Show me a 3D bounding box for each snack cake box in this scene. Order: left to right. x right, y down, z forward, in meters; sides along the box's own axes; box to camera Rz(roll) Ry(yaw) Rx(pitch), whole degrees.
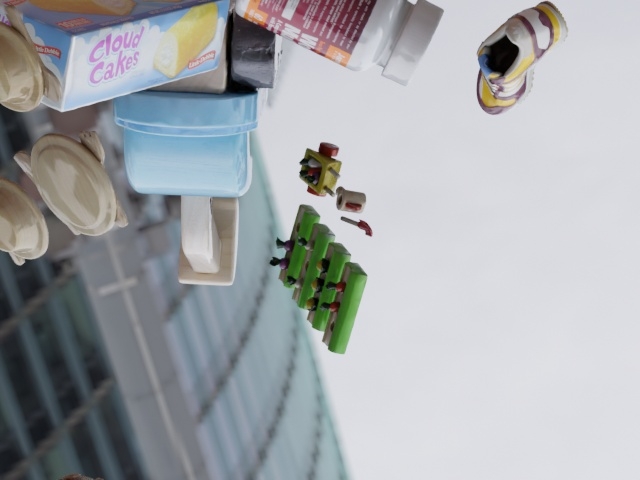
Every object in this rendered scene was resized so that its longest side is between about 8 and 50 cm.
[{"bbox_3d":[-0.240,-0.225,2.057,0.152,0.089,0.264,26,-152,27],"label":"snack cake box"}]

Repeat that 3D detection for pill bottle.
[{"bbox_3d":[0.023,-0.269,2.211,0.221,0.121,0.121,26,-150,-2],"label":"pill bottle"}]

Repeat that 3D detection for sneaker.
[{"bbox_3d":[0.198,-0.194,2.114,0.084,0.185,0.069,-24,-111,-30],"label":"sneaker"}]

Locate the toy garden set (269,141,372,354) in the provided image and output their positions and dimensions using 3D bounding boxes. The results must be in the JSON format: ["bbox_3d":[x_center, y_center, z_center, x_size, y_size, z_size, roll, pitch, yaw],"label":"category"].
[{"bbox_3d":[0.000,0.000,2.430,0.049,0.204,0.244,10,-162,-21],"label":"toy garden set"}]

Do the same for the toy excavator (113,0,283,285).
[{"bbox_3d":[-0.168,-0.117,2.527,0.222,0.445,0.433,4,-166,1],"label":"toy excavator"}]

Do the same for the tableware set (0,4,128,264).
[{"bbox_3d":[-0.180,-0.055,1.089,0.168,0.141,0.020,-18,-165,48],"label":"tableware set"}]

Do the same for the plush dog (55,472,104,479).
[{"bbox_3d":[-0.141,0.348,1.695,0.262,0.211,0.225,3,-123,8],"label":"plush dog"}]
